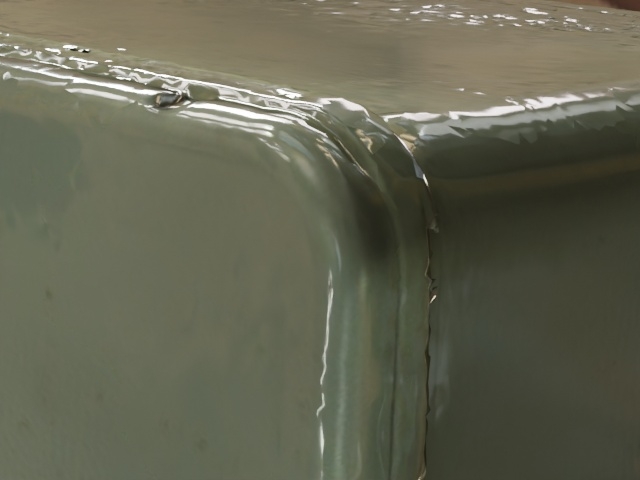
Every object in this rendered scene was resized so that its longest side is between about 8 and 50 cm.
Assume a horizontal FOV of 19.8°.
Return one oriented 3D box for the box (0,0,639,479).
[{"bbox_3d":[0.000,0.000,0.673,0.344,0.352,0.177,-13,-70,-43],"label":"box"}]
